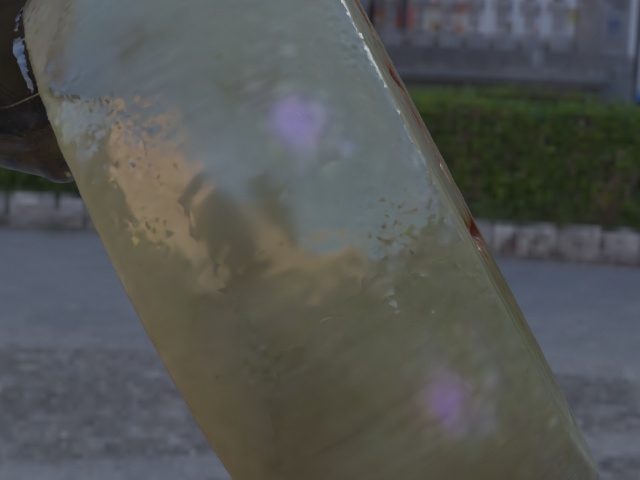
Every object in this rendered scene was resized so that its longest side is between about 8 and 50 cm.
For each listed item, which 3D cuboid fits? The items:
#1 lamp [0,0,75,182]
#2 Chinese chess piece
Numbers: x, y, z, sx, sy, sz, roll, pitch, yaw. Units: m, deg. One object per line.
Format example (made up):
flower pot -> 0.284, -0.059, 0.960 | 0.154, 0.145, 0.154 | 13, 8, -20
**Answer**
lamp -> -0.112, -0.109, 0.762 | 0.161, 0.161, 0.185 | 3, 14, 5
Chinese chess piece -> 0.000, 0.000, 0.590 | 0.097, 0.250, 0.251 | -28, 7, 5
